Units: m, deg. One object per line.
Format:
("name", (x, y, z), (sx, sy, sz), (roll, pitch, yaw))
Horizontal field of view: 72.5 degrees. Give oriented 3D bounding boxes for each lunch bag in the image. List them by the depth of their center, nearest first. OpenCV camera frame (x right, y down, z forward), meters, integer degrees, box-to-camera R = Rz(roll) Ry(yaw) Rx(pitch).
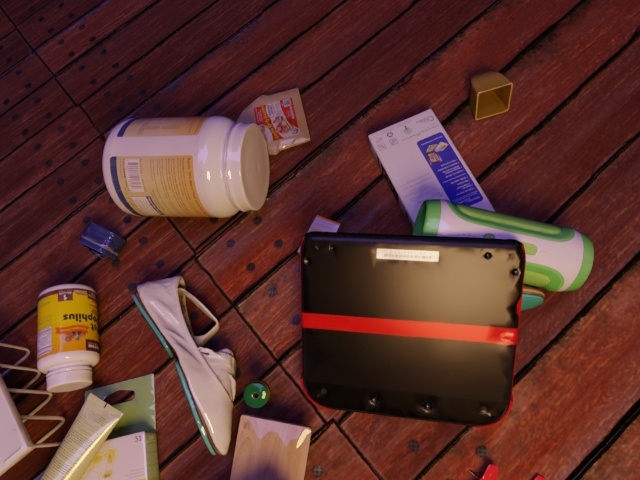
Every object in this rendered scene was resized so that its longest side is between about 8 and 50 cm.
("lunch bag", (-0.527, 0.008, 1.058), (0.098, 0.067, 0.065), (23, 74, 17))

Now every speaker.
("speaker", (0.326, 0.008, 0.808), (0.296, 0.131, 0.131), (13, 70, 2))

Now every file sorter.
("file sorter", (-0.660, 0.364, 0.876), (0.193, 0.173, 0.277), (-41, 67, -8))

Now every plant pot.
("plant pot", (0.391, -0.350, 1.028), (0.081, 0.081, 0.083), (-16, 54, 4))

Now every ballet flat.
("ballet flat", (0.310, 0.105, 0.855), (0.232, 0.080, 0.073), (-9, 51, 5))
("ballet flat", (-0.251, 0.226, 0.892), (0.139, 0.139, 0.400), (-36, 65, -5))

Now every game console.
("game console", (0.150, 0.157, 0.784), (0.386, 0.060, 0.342), (2, 99, 11))

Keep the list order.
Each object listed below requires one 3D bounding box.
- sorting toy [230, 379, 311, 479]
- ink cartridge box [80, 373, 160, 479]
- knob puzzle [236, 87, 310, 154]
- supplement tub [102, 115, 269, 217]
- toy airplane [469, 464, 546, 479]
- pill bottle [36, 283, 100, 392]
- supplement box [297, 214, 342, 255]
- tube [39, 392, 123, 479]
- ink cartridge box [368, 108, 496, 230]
("sorting toy", (-0.091, 0.403, 0.807), (0.132, 0.046, 0.274), (9, 88, 5))
("ink cartridge box", (-0.417, 0.405, 0.880), (0.171, 0.056, 0.235), (-15, 68, 5))
("knob puzzle", (-0.133, -0.296, 1.129), (0.213, 0.030, 0.213), (-4, 68, 9))
("supplement tub", (-0.294, -0.166, 0.998), (0.316, 0.228, 0.228), (2, 68, 12))
("toy airplane", (0.319, 0.444, 0.735), (0.151, 0.028, 0.151), (-4, 66, 8))
("pill bottle", (-0.547, 0.211, 0.949), (0.117, 0.117, 0.215), (-18, 66, 3))
("supplement box", (0.000, 0.000, 0.977), (0.062, 0.036, 0.098), (23, 73, 18))
("tube", (-0.473, 0.423, 0.826), (0.070, 0.062, 0.240), (33, 69, -20))
("ink cartridge box", (0.244, -0.128, 0.970), (0.165, 0.065, 0.332), (-22, 64, 1))
